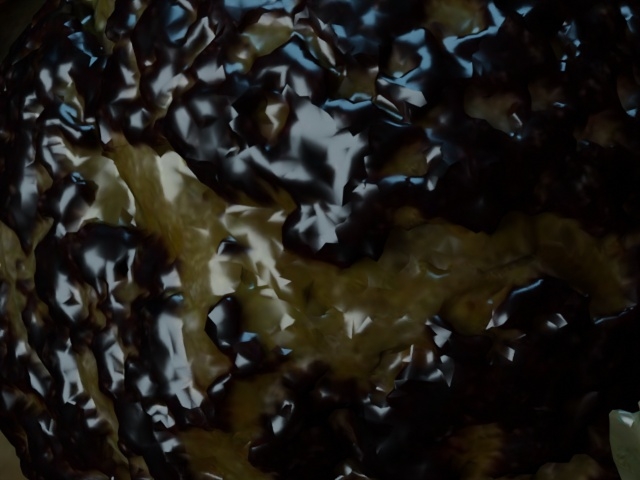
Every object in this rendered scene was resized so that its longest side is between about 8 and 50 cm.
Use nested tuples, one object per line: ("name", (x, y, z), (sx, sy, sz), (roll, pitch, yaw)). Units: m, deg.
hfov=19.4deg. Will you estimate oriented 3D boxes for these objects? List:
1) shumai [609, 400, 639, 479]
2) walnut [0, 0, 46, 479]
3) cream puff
("shumai", (0.146, 0.088, 0.372), (0.153, 0.161, 0.209), (-97, -6, -54))
("walnut", (-0.119, 0.028, 0.689), (0.204, 0.141, 0.238), (12, 104, 46))
("cream puff", (0.000, 0.000, 0.509), (0.239, 0.165, 0.239), (3, 94, 46))
